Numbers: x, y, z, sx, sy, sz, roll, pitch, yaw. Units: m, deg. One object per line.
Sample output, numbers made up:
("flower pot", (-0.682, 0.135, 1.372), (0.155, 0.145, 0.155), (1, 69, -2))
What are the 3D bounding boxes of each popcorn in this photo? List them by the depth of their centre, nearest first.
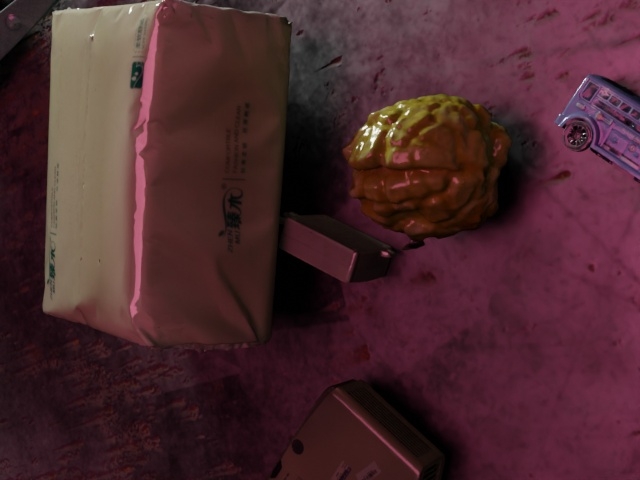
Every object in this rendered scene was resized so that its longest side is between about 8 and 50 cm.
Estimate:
("popcorn", (0.107, -0.069, 1.103), (0.173, 0.173, 0.142), (-37, 64, 32))

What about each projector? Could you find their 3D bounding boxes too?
("projector", (0.032, 0.311, 1.215), (0.193, 0.088, 0.269), (41, 116, 26))

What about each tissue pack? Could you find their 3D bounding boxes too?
("tissue pack", (-0.185, -0.077, 1.248), (0.297, 0.207, 0.380), (8, 96, 53))

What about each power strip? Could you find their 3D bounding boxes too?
("power strip", (0.000, 0.000, 1.229), (0.175, 0.075, 0.042), (27, 110, 34))

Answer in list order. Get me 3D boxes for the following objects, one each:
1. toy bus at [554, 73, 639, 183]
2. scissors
("toy bus", (0.306, -0.086, 1.000), (0.167, 0.073, 0.076), (40, 112, 28))
("scissors", (-0.465, -0.291, 1.541), (0.447, 0.029, 0.192), (-33, 115, 24))
